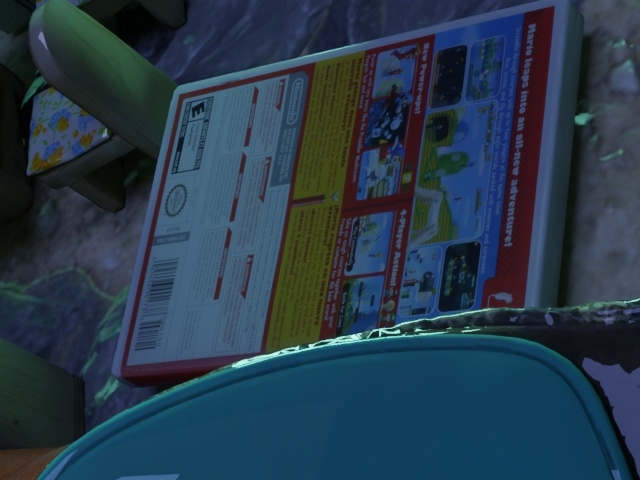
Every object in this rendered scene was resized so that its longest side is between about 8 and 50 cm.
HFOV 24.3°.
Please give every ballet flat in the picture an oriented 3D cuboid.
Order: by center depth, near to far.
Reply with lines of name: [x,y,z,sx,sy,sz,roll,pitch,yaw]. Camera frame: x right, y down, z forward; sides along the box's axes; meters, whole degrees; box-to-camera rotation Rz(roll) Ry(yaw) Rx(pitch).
ballet flat: [0.134,0.096,0.558,0.482,0.182,0.164,-17,65,7]

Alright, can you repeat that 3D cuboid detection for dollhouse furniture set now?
dollhouse furniture set: [-0.301,-0.039,0.969,0.362,0.256,0.394,-25,52,25]

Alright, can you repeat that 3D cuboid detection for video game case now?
video game case: [0.010,-0.022,0.852,0.285,0.025,0.204,-8,60,35]

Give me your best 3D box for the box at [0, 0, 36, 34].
box: [-0.258,-0.291,1.088,0.163,0.247,0.142,-23,52,27]

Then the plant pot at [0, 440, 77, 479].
plant pot: [-0.135,0.211,0.705,0.265,0.272,0.272,-4,63,47]
